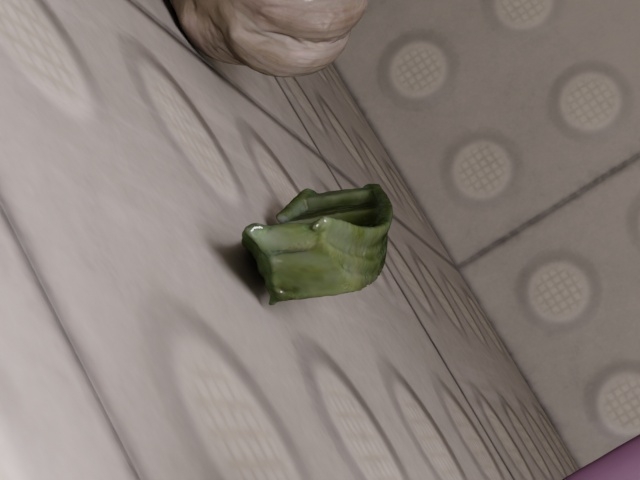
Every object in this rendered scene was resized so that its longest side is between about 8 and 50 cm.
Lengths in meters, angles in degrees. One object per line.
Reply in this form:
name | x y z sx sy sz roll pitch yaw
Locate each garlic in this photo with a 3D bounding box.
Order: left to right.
garlic | -0.080 -0.235 1.055 0.212 0.218 0.218 -18 71 -42

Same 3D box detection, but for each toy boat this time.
toy boat | 0.000 0.000 0.839 0.293 0.093 0.055 -43 126 -81

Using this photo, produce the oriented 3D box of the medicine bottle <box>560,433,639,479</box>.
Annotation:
medicine bottle | 0.101 0.130 0.340 0.152 0.254 0.152 55 10 -14
